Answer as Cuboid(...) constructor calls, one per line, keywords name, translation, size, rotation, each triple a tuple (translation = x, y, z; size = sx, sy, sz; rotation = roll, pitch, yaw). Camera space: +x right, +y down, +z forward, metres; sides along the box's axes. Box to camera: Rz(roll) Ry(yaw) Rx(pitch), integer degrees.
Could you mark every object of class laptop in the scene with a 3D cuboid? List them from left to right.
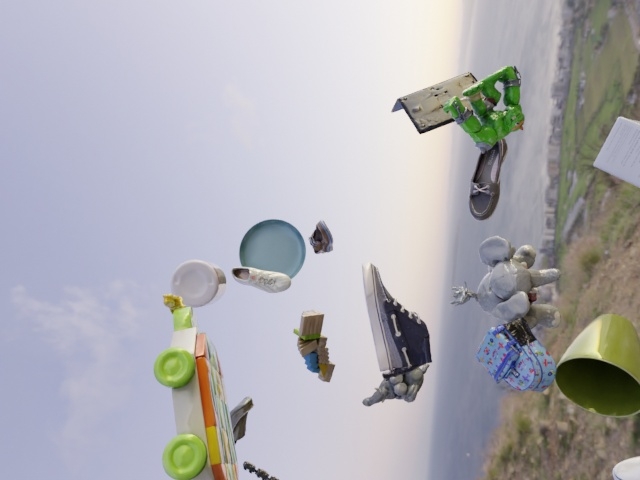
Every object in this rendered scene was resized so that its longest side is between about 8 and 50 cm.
Cuboid(name="laptop", translation=(0.359, -0.398, 1.523), size=(0.137, 0.234, 0.264), rotation=(68, -179, -53))

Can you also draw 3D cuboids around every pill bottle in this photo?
Cuboid(name="pill bottle", translation=(-0.421, 0.153, 1.793), size=(0.283, 0.160, 0.161), rotation=(117, 159, -85))

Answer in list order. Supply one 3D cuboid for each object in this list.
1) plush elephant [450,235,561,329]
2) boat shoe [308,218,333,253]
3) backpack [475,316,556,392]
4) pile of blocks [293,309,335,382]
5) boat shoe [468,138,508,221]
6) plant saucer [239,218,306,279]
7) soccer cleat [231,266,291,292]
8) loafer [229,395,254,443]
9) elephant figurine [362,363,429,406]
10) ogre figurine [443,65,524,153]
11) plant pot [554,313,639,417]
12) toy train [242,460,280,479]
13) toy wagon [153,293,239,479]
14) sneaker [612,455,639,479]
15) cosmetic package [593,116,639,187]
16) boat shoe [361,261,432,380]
Cuboid(name="plush elephant", translation=(0.575, 0.127, 1.488), size=(0.255, 0.329, 0.272), rotation=(107, 157, -72))
Cuboid(name="boat shoe", translation=(0.000, 0.000, 1.564), size=(0.066, 0.066, 0.183), rotation=(61, 172, 27))
Cuboid(name="backpack", translation=(0.510, 0.313, 1.307), size=(0.173, 0.116, 0.158), rotation=(58, 147, 37))
Cuboid(name="pile of blocks", translation=(-0.046, 0.444, 2.122), size=(0.148, 0.112, 0.362), rotation=(-27, -63, -30))
Cuboid(name="boat shoe", translation=(0.586, -0.235, 1.793), size=(0.095, 0.112, 0.335), rotation=(38, -116, -47))
Cuboid(name="plant saucer", translation=(-0.224, 0.057, 2.373), size=(0.044, 0.317, 0.318), rotation=(74, -157, -78))
Cuboid(name="soccer cleat", translation=(-0.189, 0.122, 1.581), size=(0.076, 0.196, 0.068), rotation=(56, -136, -66))
Cuboid(name="loafer", translation=(-0.288, 0.647, 1.783), size=(0.094, 0.087, 0.251), rotation=(-33, -22, -56))
Cuboid(name="elephant figurine", translation=(0.304, 0.592, 2.060), size=(0.239, 0.185, 0.170), rotation=(122, 165, -53))
Cuboid(name="ogre figurine", translation=(0.321, -0.244, 0.943), size=(0.197, 0.096, 0.118), rotation=(-41, -75, -47))
Cuboid(name="plant pot", translation=(0.992, 0.403, 1.745), size=(0.293, 0.274, 0.275), rotation=(-46, -37, -38))
Cuboid(name="toy train", translation=(-0.190, 0.771, 1.660), size=(0.027, 0.158, 0.036), rotation=(-55, 14, -7))
Cuboid(name="toy wagon", translation=(-0.194, 0.242, 0.800), size=(0.267, 0.068, 0.345), rotation=(94, 163, -65))
Cuboid(name="sneaker", translation=(0.766, 0.477, 1.092), size=(0.091, 0.258, 0.094), rotation=(61, -153, -13))
Cuboid(name="cosmetic package", translation=(0.965, -0.182, 1.321), size=(0.217, 0.385, 0.156), rotation=(-4, -58, -35))
Cuboid(name="boat shoe", translation=(0.220, 0.219, 1.467), size=(0.127, 0.158, 0.341), rotation=(69, -170, -78))
